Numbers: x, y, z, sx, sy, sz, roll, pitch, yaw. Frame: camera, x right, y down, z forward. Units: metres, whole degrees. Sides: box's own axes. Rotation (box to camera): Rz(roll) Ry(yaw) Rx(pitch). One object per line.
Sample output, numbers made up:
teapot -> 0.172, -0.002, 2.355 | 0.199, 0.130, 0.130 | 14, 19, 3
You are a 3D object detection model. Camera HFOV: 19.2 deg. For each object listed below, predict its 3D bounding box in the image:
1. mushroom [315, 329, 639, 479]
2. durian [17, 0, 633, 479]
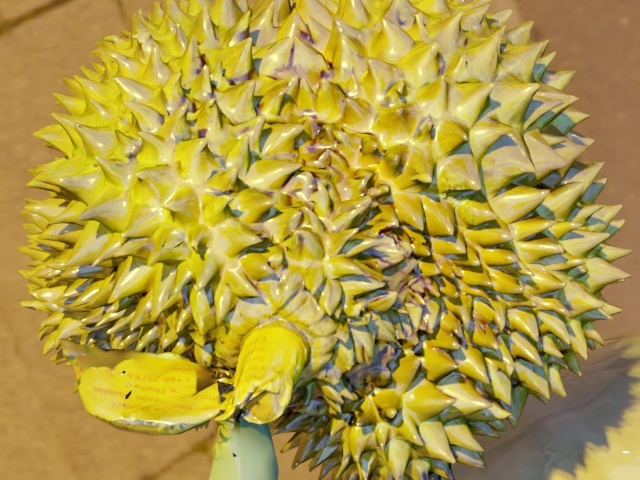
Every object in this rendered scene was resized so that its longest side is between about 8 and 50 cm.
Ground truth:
mushroom -> 0.111, 0.179, 0.758 | 0.352, 0.352, 0.260 | -27, 91, -40
durian -> -0.006, -0.009, 0.543 | 0.198, 0.159, 0.146 | -2, 111, -45
